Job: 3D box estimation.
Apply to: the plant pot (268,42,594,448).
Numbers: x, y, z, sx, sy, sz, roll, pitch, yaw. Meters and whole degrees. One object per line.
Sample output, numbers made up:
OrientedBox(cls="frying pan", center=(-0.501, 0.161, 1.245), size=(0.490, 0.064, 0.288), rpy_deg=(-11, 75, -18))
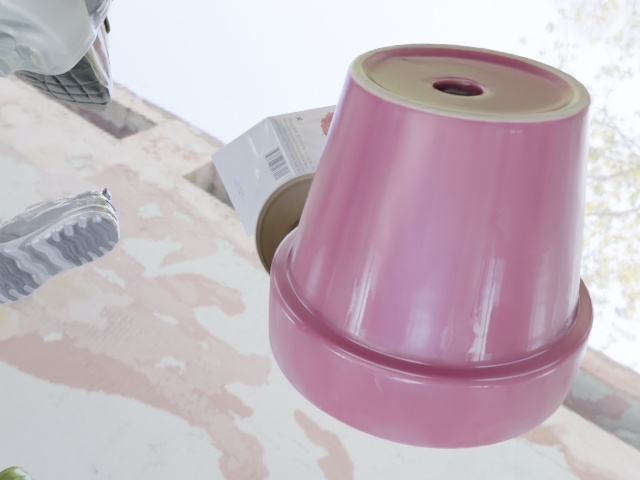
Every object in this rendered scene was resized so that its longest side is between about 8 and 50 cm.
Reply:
OrientedBox(cls="plant pot", center=(0.072, -0.011, 0.406), size=(0.201, 0.180, 0.201), rpy_deg=(4, -149, -2))

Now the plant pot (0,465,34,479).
OrientedBox(cls="plant pot", center=(-0.354, 0.326, 0.818), size=(0.079, 0.083, 0.083), rpy_deg=(14, -150, 19))

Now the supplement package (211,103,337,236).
OrientedBox(cls="supplement package", center=(-0.029, -0.148, 1.333), size=(0.293, 0.175, 0.177), rpy_deg=(-24, -91, -50))

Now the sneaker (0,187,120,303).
OrientedBox(cls="sneaker", center=(-0.420, 0.006, 0.990), size=(0.281, 0.105, 0.115), rpy_deg=(-17, -142, 2))

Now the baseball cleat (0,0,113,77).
OrientedBox(cls="baseball cleat", center=(-0.198, -0.146, 0.347), size=(0.206, 0.072, 0.109), rpy_deg=(20, -116, 5))

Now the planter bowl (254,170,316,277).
OrientedBox(cls="planter bowl", center=(0.000, 0.000, 0.884), size=(0.162, 0.162, 0.109), rpy_deg=(21, 173, 4))

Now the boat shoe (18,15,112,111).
OrientedBox(cls="boat shoe", center=(-0.296, -0.263, 0.791), size=(0.123, 0.324, 0.119), rpy_deg=(18, -108, -4))
